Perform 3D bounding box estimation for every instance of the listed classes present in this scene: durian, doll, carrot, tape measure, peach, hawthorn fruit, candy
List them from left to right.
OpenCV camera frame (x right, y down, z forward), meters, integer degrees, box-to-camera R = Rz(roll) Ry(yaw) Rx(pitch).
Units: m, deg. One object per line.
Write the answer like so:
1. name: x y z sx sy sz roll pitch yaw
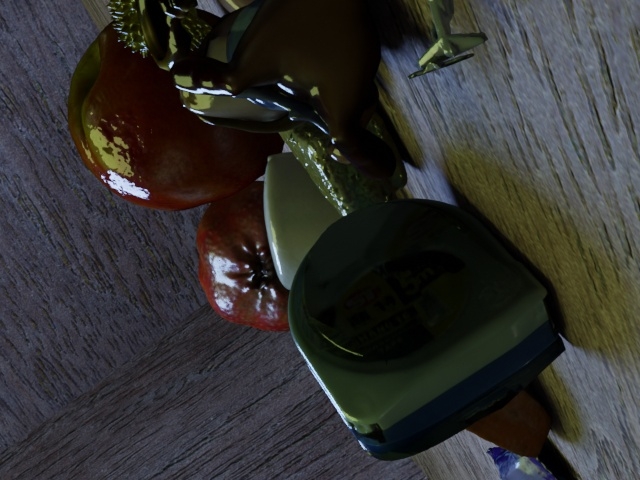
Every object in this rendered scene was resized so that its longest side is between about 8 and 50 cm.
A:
1. durian: -0.235 -0.300 1.697 0.146 0.102 0.208 36 180 -45
2. peach: -0.198 -0.188 1.903 0.332 0.307 0.308 20 -164 -38
3. hawthorn fruit: -0.102 0.020 2.496 0.287 0.287 0.330 55 -173 -12
4. doll: -0.053 -0.190 1.327 0.317 0.209 0.340 58 174 -8
5. tape measure: 0.100 0.080 1.466 0.262 0.259 0.138 54 173 33
6. carrot: 0.187 0.210 1.814 0.307 0.100 0.258 35 175 -24
7. candy: 0.332 0.370 2.042 0.145 0.070 0.275 46 167 8

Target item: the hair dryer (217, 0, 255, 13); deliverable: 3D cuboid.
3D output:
1. hair dryer: -0.130 -0.342 1.630 0.344 0.107 0.189 43 172 10

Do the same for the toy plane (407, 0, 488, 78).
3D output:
1. toy plane: 0.047 -0.261 0.956 0.273 0.107 0.182 37 135 -20

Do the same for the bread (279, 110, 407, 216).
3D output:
1. bread: 0.019 -0.121 1.607 0.138 0.102 0.196 60 174 -25

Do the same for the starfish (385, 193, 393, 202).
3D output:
1. starfish: 0.100 0.038 1.699 0.238 0.057 0.213 -39 62 49

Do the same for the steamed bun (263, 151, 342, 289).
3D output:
1. steamed bun: 0.000 -0.017 1.838 0.241 0.146 0.164 77 -174 -71
